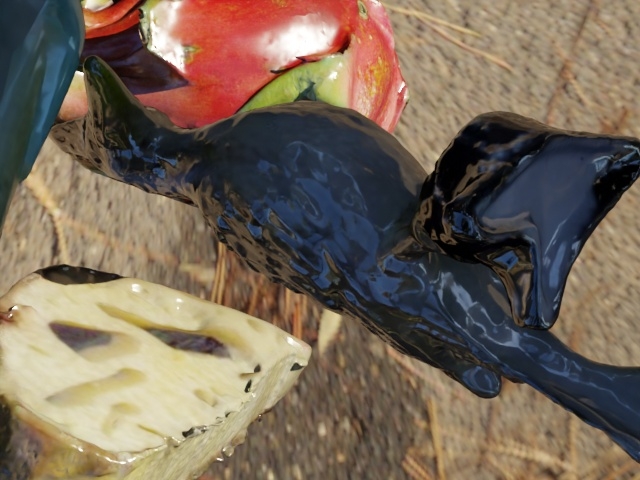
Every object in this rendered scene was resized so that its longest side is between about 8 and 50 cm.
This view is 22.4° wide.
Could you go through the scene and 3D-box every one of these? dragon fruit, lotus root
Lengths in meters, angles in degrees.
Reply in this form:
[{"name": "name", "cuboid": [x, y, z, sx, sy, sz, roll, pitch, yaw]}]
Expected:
[{"name": "dragon fruit", "cuboid": [-0.077, -0.108, 0.985, 0.269, 0.200, 0.198, 11, 111, -5]}, {"name": "lotus root", "cuboid": [-0.123, 0.085, 0.959, 0.170, 0.260, 0.074, 29, 116, 9]}]

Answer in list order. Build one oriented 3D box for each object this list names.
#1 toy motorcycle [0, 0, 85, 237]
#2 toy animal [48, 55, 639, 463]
[{"name": "toy motorcycle", "cuboid": [-0.088, -0.142, 0.423, 0.109, 0.198, 0.297, 6, 66, 14]}, {"name": "toy animal", "cuboid": [0.004, -0.005, 0.437, 0.202, 0.070, 0.105, 17, 139, 25]}]
